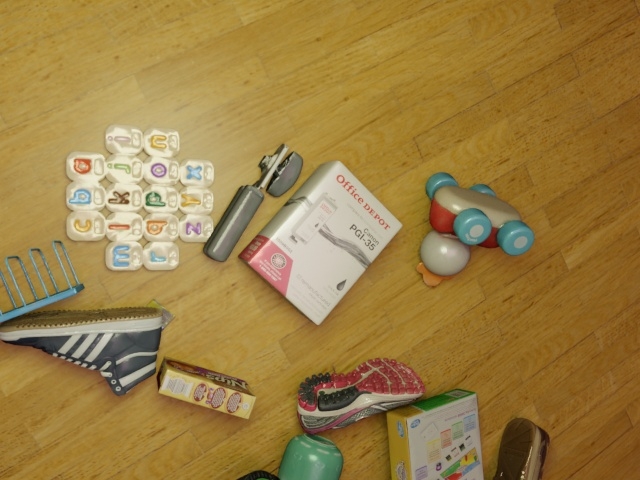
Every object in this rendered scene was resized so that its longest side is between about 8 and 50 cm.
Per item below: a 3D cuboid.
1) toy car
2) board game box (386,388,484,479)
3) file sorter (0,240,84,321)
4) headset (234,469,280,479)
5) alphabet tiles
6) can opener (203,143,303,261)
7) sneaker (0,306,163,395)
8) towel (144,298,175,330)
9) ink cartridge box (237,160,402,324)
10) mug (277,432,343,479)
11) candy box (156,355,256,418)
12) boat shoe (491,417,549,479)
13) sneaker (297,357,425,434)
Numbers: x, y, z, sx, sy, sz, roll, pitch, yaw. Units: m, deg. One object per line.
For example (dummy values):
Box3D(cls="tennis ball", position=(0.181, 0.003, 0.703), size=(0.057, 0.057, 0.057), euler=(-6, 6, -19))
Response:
Box3D(cls="toy car", position=(0.315, 0.006, 1.264), size=(0.210, 0.219, 0.238), euler=(13, 118, -19))
Box3D(cls="board game box", position=(0.269, 0.525, 1.269), size=(0.242, 0.064, 0.316), euler=(-4, 90, -36))
Box3D(cls="file sorter", position=(-0.537, 0.077, 1.004), size=(0.170, 0.118, 0.104), euler=(-22, 96, -16))
Box3D(cls="headset", position=(-0.087, 0.646, 1.141), size=(0.185, 0.243, 0.394), euler=(-31, 121, 16))
Box3D(cls="alphabet tiles", position=(-0.351, -0.083, 1.104), size=(0.278, 0.021, 0.284), euler=(0, 93, -21))
Box3D(cls="can opener", position=(-0.129, -0.072, 1.145), size=(0.095, 0.076, 0.283), euler=(33, 80, -21))
Box3D(cls="sneaker", position=(-0.440, 0.211, 1.039), size=(0.282, 0.099, 0.153), euler=(-1, 100, -23))
Box3D(cls="towel", position=(-0.343, 0.166, 1.127), size=(0.060, 0.009, 0.083), euler=(46, 79, -16))
Box3D(cls="ink cartridge box", position=(0.000, 0.000, 1.173), size=(0.207, 0.117, 0.283), euler=(43, 80, -15))
Box3D(cls="mug", position=(-0.015, 0.474, 1.201), size=(0.129, 0.158, 0.097), euler=(18, 82, 5))
Box3D(cls="candy box", position=(-0.231, 0.295, 1.119), size=(0.186, 0.109, 0.053), euler=(21, 86, -17))
Box3D(cls="boat shoe", position=(0.485, 0.618, 1.364), size=(0.123, 0.123, 0.342), euler=(31, 70, -28))
Box3D(cls="sneaker", position=(0.089, 0.344, 1.235), size=(0.299, 0.121, 0.112), euler=(-5, 121, -17))
